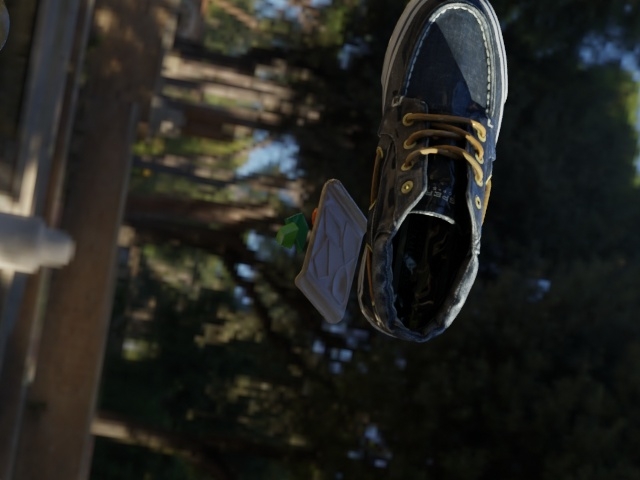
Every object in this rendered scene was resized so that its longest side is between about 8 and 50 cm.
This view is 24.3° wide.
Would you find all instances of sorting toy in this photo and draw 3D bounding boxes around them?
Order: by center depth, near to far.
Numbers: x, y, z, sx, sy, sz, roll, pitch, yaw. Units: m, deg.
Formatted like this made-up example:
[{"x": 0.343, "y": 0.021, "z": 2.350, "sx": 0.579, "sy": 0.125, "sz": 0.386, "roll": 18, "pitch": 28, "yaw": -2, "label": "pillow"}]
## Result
[{"x": 0.000, "y": 0.000, "z": 0.779, "sx": 0.083, "sy": 0.012, "sz": 0.062, "roll": 52, "pitch": 51, "yaw": -54, "label": "sorting toy"}]

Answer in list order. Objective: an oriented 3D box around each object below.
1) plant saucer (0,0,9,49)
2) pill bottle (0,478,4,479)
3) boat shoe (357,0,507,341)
[{"x": -0.286, "y": -0.173, "z": 1.163, "sx": 0.015, "sy": 0.083, "sz": 0.083, "roll": 117, "pitch": -19, "yaw": -71, "label": "plant saucer"}, {"x": -0.284, "y": 0.225, "z": 1.014, "sx": 0.153, "sy": 0.264, "sz": 0.153, "roll": -48, "pitch": -149, "yaw": 41, "label": "pill bottle"}, {"x": 0.060, "y": -0.039, "z": 0.726, "sx": 0.083, "sy": 0.065, "sz": 0.183, "roll": -156, "pitch": -105, "yaw": -85, "label": "boat shoe"}]
